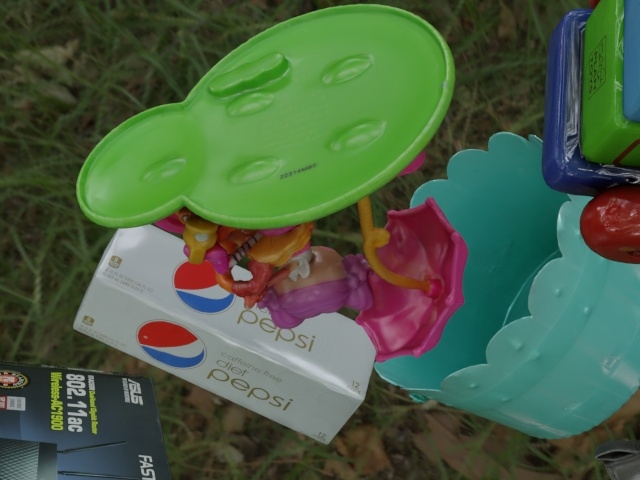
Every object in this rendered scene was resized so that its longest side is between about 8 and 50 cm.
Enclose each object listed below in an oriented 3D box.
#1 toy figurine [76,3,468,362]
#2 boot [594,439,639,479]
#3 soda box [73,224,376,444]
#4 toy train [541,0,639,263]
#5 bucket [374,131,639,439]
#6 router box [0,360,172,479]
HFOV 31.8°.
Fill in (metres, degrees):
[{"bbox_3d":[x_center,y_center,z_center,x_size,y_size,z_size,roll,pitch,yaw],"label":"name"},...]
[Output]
[{"bbox_3d":[0.000,0.000,0.526,0.173,0.159,0.130,-19,44,11],"label":"toy figurine"},{"bbox_3d":[0.411,0.240,1.034,0.229,0.091,0.263,-38,94,19],"label":"boot"},{"bbox_3d":[-0.069,0.068,0.844,0.216,0.074,0.069,25,46,-7],"label":"soda box"},{"bbox_3d":[0.205,-0.046,0.341,0.247,0.143,0.105,7,77,-3],"label":"toy train"},{"bbox_3d":[0.195,0.053,1.114,0.281,0.183,0.281,-40,33,33],"label":"bucket"},{"bbox_3d":[-0.106,0.089,0.421,0.092,0.122,0.038,8,108,-17],"label":"router box"}]
